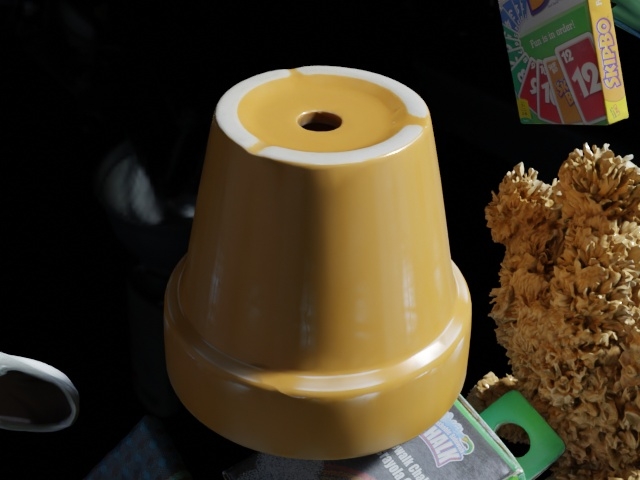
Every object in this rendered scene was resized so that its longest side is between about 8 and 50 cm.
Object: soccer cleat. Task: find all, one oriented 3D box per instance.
[{"bbox_3d":[-0.268,0.099,0.745,0.076,0.196,0.068,3,-102,63],"label":"soccer cleat"}]

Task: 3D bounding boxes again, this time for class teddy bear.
[{"bbox_3d":[0.190,0.097,0.758,0.245,0.113,0.338,13,-77,54],"label":"teddy bear"}]

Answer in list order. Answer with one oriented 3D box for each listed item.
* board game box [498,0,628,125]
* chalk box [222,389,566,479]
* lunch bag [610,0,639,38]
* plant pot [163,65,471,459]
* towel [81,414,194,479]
[{"bbox_3d":[0.220,-0.239,0.983,0.124,0.039,0.259,12,-63,59],"label":"board game box"},{"bbox_3d":[0.067,0.184,0.709,0.132,0.213,0.132,50,-16,49],"label":"chalk box"},{"bbox_3d":[0.432,-0.338,1.118,0.328,0.386,0.238,-83,173,-60],"label":"lunch bag"},{"bbox_3d":[0.000,0.000,0.654,0.205,0.205,0.188,47,-36,47],"label":"plant pot"},{"bbox_3d":[-0.113,0.342,0.677,0.271,0.040,0.370,-45,-123,16],"label":"towel"}]
